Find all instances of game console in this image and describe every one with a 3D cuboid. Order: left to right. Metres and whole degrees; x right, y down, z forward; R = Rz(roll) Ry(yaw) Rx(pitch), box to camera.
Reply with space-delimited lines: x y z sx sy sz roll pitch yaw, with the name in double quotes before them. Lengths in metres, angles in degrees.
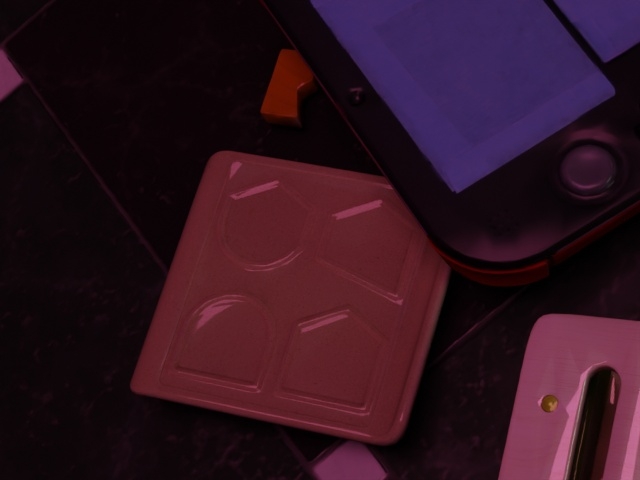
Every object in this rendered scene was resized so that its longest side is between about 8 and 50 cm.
"game console" 0.162 -0.180 1.460 0.342 0.060 0.386 -33 61 0

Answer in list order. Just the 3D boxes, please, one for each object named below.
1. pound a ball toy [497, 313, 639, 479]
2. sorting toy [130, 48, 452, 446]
"pound a ball toy" 0.173 0.207 1.229 0.135 0.208 0.319 6 71 24
"sorting toy" 0.000 0.000 1.483 0.229 0.041 0.307 9 66 21
